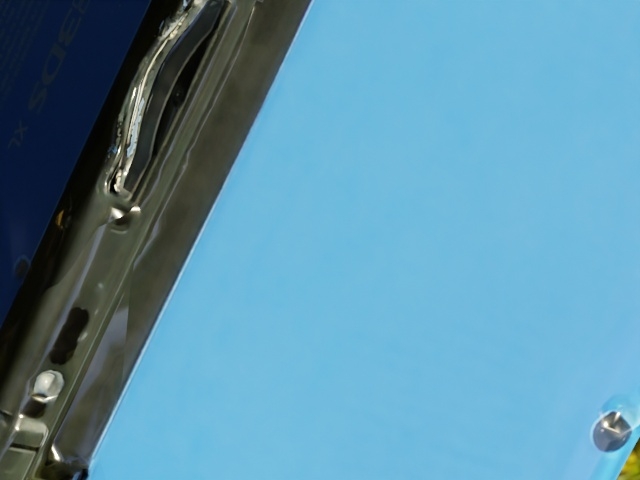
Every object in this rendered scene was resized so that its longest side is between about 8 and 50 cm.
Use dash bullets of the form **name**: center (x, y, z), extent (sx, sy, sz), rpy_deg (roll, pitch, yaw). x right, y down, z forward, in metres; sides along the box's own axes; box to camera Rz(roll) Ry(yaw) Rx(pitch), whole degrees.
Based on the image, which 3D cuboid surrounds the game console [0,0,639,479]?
- **game console**: center (-0.007, -0.043, 0.643), extent (0.250, 0.173, 0.293), rpy_deg (41, 108, 50)
